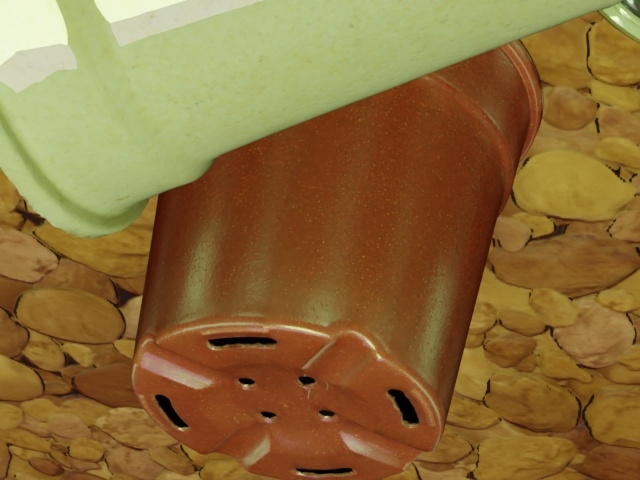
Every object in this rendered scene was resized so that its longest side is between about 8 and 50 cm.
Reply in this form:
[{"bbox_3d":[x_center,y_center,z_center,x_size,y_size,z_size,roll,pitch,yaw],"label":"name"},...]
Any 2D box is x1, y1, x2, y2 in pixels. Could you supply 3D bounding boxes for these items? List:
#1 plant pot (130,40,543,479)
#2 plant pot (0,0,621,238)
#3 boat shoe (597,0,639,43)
[{"bbox_3d":[0.000,0.000,1.239,0.272,0.265,0.272,8,146,5],"label":"plant pot"},{"bbox_3d":[-0.011,-0.194,0.950,0.305,0.334,0.334,-12,141,14],"label":"plant pot"},{"bbox_3d":[0.234,-0.153,1.066,0.223,0.080,0.073,-2,141,-44],"label":"boat shoe"}]
